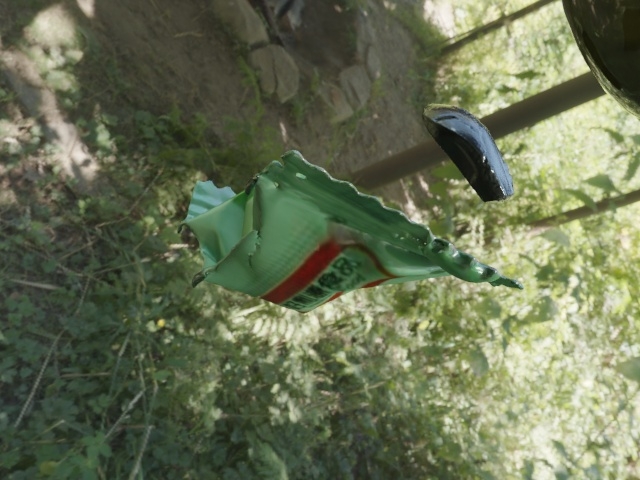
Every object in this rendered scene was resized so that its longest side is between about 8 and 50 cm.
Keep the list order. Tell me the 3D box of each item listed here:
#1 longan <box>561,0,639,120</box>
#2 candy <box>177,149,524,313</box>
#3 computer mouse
[{"bbox_3d":[0.460,-0.292,0.665,0.404,0.336,0.404,37,17,-13],"label":"longan"},{"bbox_3d":[0.002,-0.006,0.670,0.262,0.398,0.172,17,78,-22],"label":"candy"},{"bbox_3d":[0.264,-0.159,1.025,0.217,0.073,0.122,51,29,-8],"label":"computer mouse"}]
